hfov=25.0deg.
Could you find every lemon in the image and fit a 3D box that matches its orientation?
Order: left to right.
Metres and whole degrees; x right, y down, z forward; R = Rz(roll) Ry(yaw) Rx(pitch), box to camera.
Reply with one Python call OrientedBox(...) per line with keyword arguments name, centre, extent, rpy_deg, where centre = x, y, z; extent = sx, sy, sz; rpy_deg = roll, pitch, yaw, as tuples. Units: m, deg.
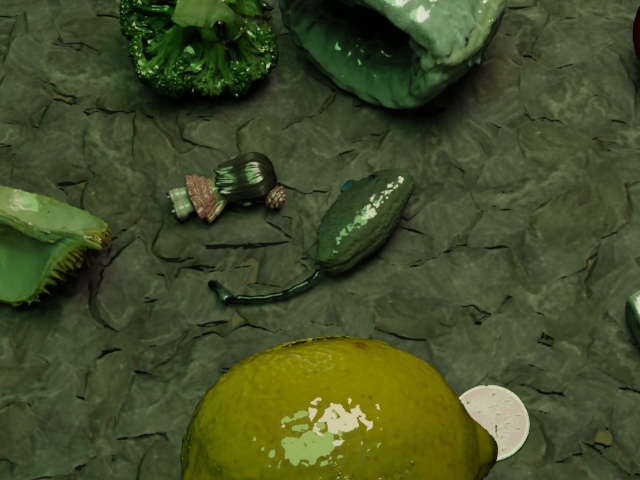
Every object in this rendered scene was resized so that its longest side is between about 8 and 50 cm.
OrientedBox(name="lemon", centre=(0.014, 0.217, 1.358), extent=(0.310, 0.258, 0.257), rpy_deg=(-11, 62, -9))

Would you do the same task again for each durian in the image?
OrientedBox(name="durian", centre=(-0.333, -0.012, 1.580), extent=(0.252, 0.139, 0.144), rpy_deg=(25, 64, 18))

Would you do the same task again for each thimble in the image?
OrientedBox(name="thimble", centre=(0.090, -0.268, 1.626), extent=(0.250, 0.205, 0.172), rpy_deg=(22, 60, 34))

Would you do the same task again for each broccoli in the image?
OrientedBox(name="broccoli", centre=(-0.142, -0.249, 1.678), extent=(0.195, 0.156, 0.195), rpy_deg=(0, 91, -13))

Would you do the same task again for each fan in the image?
OrientedBox(name="fan", centre=(0.150, 0.192, 1.494), extent=(0.133, 0.005, 0.085), rpy_deg=(-8, 63, 2))

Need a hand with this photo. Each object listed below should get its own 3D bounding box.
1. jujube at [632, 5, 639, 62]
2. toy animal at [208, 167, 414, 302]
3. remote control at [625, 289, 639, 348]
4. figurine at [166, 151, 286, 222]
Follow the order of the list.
OrientedBox(name="jujube", centre=(0.455, -0.255, 1.610), extent=(0.155, 0.155, 0.230), rpy_deg=(38, 69, 22))
OrientedBox(name="toy animal", centre=(0.002, 0.009, 1.580), extent=(0.253, 0.070, 0.079), rpy_deg=(-37, 29, 1))
OrientedBox(name="remote control", centre=(0.432, 0.180, 1.442), extent=(0.145, 0.050, 0.344), rpy_deg=(-18, 62, -3))
OrientedBox(name="figurine", centre=(-0.107, -0.055, 1.623), extent=(0.129, 0.054, 0.072), rpy_deg=(-18, 70, -1))
